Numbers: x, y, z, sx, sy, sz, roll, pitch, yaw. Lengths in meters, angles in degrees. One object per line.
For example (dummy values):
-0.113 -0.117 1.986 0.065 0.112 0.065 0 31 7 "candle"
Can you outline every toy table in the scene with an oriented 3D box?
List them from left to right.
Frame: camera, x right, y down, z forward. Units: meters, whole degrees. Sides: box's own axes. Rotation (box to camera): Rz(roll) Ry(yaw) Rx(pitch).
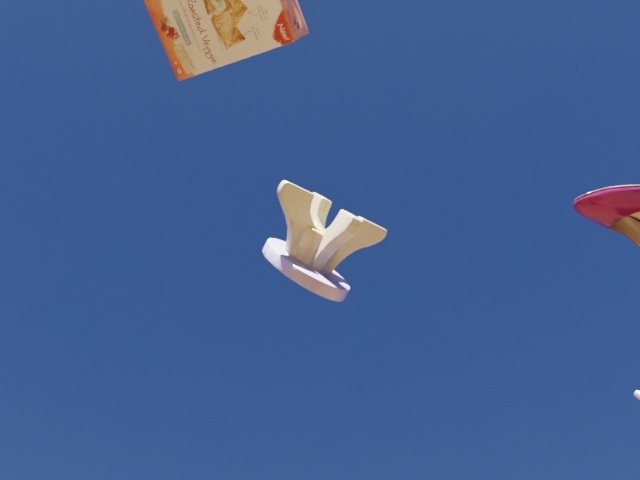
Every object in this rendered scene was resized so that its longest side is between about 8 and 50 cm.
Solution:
0.000 0.000 1.486 0.252 0.274 0.160 23 -83 -35 "toy table"

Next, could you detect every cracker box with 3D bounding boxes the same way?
-0.154 -0.363 1.159 0.233 0.067 0.155 -11 -69 28 "cracker box"

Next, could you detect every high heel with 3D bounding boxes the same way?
0.699 -0.008 1.544 0.378 0.181 0.127 5 -23 -22 "high heel"

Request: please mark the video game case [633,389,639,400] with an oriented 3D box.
0.827 0.395 1.680 0.157 0.143 0.019 9 -71 -24 "video game case"
